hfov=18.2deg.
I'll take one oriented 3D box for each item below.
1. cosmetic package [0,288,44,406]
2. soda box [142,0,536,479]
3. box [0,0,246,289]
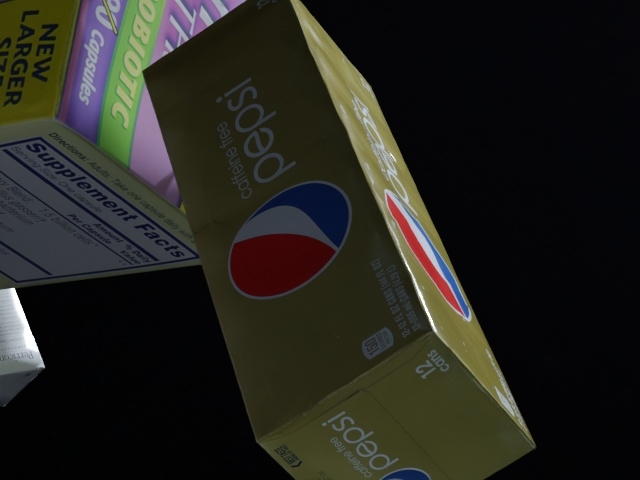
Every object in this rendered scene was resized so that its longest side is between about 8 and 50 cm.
[{"bbox_3d":[-0.276,0.055,1.074,0.239,0.060,0.099,-7,-115,-41],"label":"cosmetic package"},{"bbox_3d":[0.000,0.000,0.599,0.058,0.181,0.061,-34,-50,10],"label":"soda box"},{"bbox_3d":[-0.147,-0.098,0.809,0.117,0.243,0.214,40,-129,-49],"label":"box"}]
